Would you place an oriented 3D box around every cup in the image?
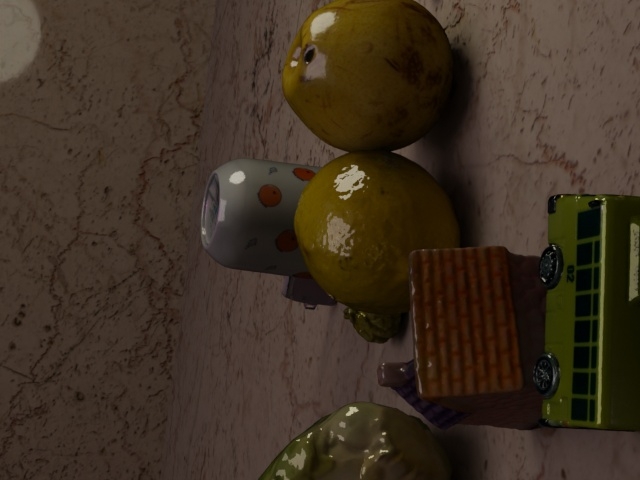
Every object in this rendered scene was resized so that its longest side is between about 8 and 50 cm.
[{"bbox_3d":[-0.048,-0.039,2.067,0.212,0.318,0.212,-172,90,-71],"label":"cup"}]

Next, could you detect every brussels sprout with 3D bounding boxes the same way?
[{"bbox_3d":[0.048,0.393,1.671,0.268,0.344,0.344,49,142,17],"label":"brussels sprout"}]

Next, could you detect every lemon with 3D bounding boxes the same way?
[{"bbox_3d":[0.088,-0.012,1.763,0.284,0.261,0.260,51,136,33],"label":"lemon"}]

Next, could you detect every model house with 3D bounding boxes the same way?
[{"bbox_3d":[0.199,0.117,1.395,0.237,0.238,0.202,136,136,-62],"label":"model house"}]

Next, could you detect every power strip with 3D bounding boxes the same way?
[{"bbox_3d":[0.000,0.000,2.240,0.037,0.109,0.278,-134,54,-69],"label":"power strip"}]

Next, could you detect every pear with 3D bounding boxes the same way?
[{"bbox_3d":[0.079,-0.274,1.843,0.281,0.281,0.280,-173,90,-72],"label":"pear"}]

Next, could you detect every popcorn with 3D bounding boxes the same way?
[{"bbox_3d":[0.087,0.118,1.944,0.116,0.106,0.120,-23,61,58],"label":"popcorn"}]

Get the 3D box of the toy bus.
[{"bbox_3d":[0.322,0.075,1.219,0.150,0.128,0.262,165,110,-70],"label":"toy bus"}]
